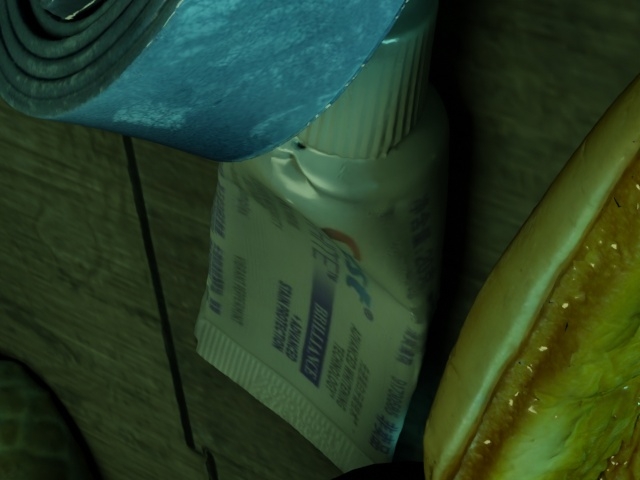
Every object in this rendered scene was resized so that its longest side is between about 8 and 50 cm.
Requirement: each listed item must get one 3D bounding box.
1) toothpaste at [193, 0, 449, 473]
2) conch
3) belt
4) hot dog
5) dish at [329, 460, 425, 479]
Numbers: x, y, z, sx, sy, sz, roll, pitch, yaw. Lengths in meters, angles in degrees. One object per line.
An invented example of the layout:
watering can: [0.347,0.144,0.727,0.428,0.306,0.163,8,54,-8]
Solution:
toothpaste: [0.000,-0.002,0.658,0.282,0.068,0.099,102,152,-55]
conch: [-0.176,0.151,0.955,0.116,0.106,0.173,0,105,29]
belt: [-0.025,-0.116,0.510,0.141,0.082,0.190,49,118,45]
hot dog: [0.096,0.020,0.535,0.249,0.102,0.076,109,160,-47]
dish: [0.030,0.148,0.672,0.273,0.134,0.273,8,155,4]
